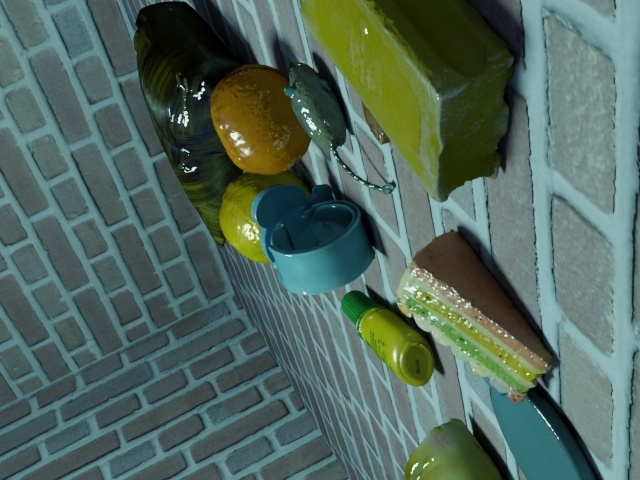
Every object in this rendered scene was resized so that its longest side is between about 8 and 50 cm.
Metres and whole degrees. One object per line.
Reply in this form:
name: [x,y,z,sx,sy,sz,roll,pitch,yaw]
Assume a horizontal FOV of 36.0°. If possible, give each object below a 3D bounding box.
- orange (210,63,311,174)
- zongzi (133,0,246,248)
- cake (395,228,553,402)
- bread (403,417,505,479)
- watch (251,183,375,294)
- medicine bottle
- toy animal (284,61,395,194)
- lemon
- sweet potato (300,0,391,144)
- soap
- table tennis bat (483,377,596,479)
orange: [-0.096,-0.206,1.666,0.193,0.161,0.193,63,-178,-3]
zongzi: [-0.276,-0.253,2.089,0.403,0.207,0.432,54,149,41]
cake: [0.183,0.102,1.224,0.225,0.090,0.109,55,149,29]
bread: [0.233,0.428,1.607,0.261,0.158,0.156,61,165,2]
watch: [0.000,0.000,1.688,0.193,0.211,0.211,22,139,52]
medicine bottle: [0.109,0.160,1.755,0.309,0.076,0.111,38,150,64]
toy animal: [0.021,-0.158,1.479,0.253,0.070,0.079,58,-176,12]
lemon: [-0.101,-0.050,1.952,0.231,0.192,0.192,22,138,55]
sweet potato: [0.032,-0.249,1.212,0.281,0.067,0.059,61,161,16]
soap: [0.078,-0.213,1.036,0.315,0.091,0.199,57,166,28]
table tennis bat: [0.274,0.247,1.299,0.329,0.044,0.215,60,169,9]
